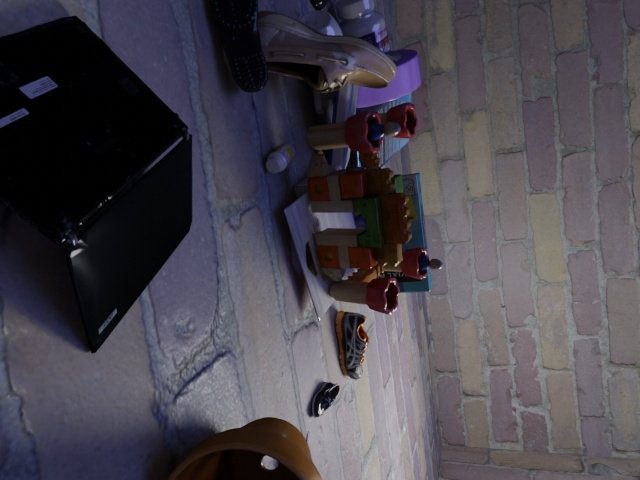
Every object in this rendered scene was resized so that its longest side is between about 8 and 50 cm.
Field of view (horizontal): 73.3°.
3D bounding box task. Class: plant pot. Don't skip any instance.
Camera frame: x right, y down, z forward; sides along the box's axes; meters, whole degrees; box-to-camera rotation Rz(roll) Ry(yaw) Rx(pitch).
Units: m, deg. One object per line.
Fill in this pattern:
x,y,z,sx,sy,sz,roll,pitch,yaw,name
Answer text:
-0.086,0.336,0.581,0.188,0.205,0.205,12,73,-85,plant pot

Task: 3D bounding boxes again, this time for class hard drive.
0.065,-0.327,1.187,0.210,0.040,0.318,-71,170,-48,hard drive

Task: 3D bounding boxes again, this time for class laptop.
-0.254,-0.064,0.463,0.264,0.137,0.234,46,35,-20,laptop

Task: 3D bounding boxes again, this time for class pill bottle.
0.152,-0.676,1.487,0.169,0.169,0.301,-74,151,-44,pill bottle
-0.085,-0.170,0.898,0.083,0.043,0.043,-62,141,-56,pill bottle

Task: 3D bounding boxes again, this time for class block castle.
0.149,-0.082,1.023,0.303,0.213,0.453,-31,117,-52,block castle

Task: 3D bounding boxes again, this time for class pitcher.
-0.001,-0.447,1.094,0.207,0.126,0.177,73,21,-58,pitcher

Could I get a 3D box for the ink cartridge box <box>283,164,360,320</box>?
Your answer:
0.000,0.000,1.052,0.261,0.066,0.296,-43,126,-46,ink cartridge box

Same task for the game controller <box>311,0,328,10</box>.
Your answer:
-0.033,-0.828,1.206,0.166,0.067,0.319,-61,143,-33,game controller

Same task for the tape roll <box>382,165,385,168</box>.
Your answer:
0.202,-0.222,1.643,0.219,0.072,0.219,-5,90,-70,tape roll

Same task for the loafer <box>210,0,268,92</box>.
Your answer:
-0.147,-0.366,0.762,0.078,0.080,0.220,-169,-110,-77,loafer

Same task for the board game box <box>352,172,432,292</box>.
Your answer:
0.180,-0.014,1.267,0.079,0.254,0.336,-30,113,-67,board game box

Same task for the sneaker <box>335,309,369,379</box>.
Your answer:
0.099,0.300,1.216,0.084,0.083,0.214,-52,134,-64,sneaker

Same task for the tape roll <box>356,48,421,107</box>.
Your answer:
0.169,-0.503,1.332,0.275,0.275,0.090,-67,145,-52,tape roll

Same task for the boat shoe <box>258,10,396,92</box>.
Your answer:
0.007,-0.369,0.916,0.341,0.122,0.110,7,85,-24,boat shoe

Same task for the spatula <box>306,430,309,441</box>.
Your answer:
-0.068,0.478,0.792,0.296,0.030,0.084,-35,134,-65,spatula

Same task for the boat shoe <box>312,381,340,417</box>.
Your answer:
0.014,0.380,1.030,0.125,0.038,0.046,-24,108,-69,boat shoe

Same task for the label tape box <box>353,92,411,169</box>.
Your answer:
0.179,-0.368,1.459,0.334,0.106,0.240,-44,145,-30,label tape box
